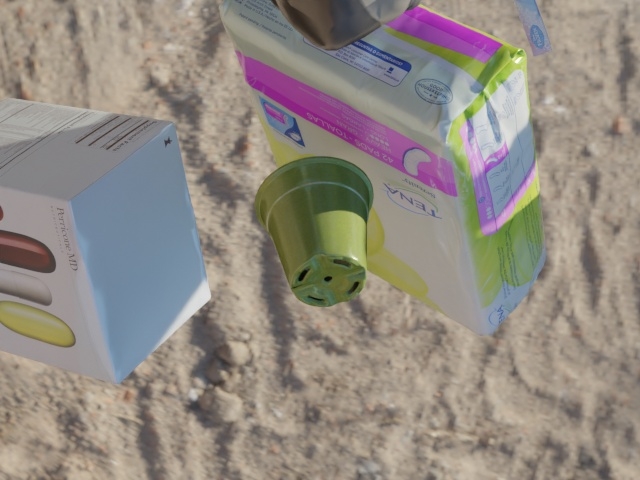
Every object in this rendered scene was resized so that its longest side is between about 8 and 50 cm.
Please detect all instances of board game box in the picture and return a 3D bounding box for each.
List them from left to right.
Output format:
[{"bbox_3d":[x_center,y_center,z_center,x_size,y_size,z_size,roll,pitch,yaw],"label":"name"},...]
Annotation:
[{"bbox_3d":[0.188,-0.224,1.103,0.020,0.090,0.090,-19,111,14],"label":"board game box"}]

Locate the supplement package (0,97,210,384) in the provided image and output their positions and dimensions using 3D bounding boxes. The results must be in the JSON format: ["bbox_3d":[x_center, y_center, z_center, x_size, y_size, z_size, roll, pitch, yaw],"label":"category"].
[{"bbox_3d":[-0.237,-0.005,1.088,0.149,0.203,0.194,-45,136,-45],"label":"supplement package"}]

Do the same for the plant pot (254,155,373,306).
[{"bbox_3d":[0.000,0.000,0.802,0.083,0.083,0.079,29,34,-32],"label":"plant pot"}]

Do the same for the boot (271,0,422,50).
[{"bbox_3d":[0.090,-0.248,0.282,0.284,0.138,0.377,-19,130,-15],"label":"boot"}]

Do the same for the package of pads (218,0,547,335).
[{"bbox_3d":[0.063,-0.068,0.942,0.101,0.229,0.296,-48,150,-18],"label":"package of pads"}]
